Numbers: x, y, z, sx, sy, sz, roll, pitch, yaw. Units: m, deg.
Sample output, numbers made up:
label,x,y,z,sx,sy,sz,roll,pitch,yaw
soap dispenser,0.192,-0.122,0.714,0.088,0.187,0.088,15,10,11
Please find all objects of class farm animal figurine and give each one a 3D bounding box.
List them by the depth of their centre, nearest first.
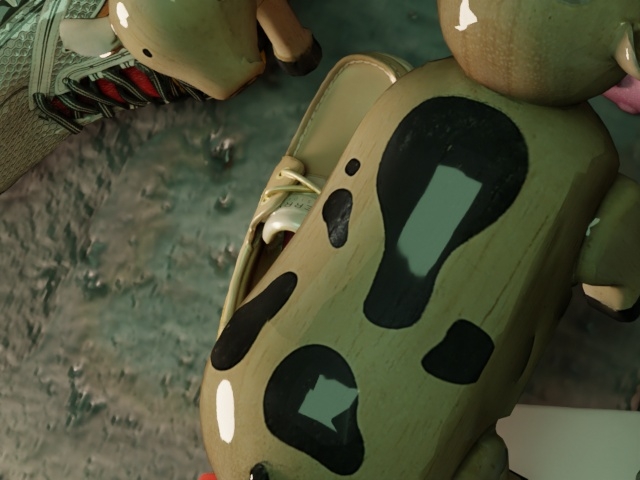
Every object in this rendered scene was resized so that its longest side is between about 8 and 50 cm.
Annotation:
label,x,y,z,sx,sy,sz,roll,pitch,yaw
farm animal figurine,0.037,-0.042,0.556,0.330,0.172,0.326,10,78,22

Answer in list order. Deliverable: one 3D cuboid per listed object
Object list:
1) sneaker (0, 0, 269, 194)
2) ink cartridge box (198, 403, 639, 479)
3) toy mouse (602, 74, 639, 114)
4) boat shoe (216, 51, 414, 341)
label,x,y,z,sx,sy,sz,roll,pitch,yaw
sneaker,-0.078,-0.091,0.740,0.225,0.088,0.092,-41,71,10
ink cartridge box,0.040,0.193,0.582,0.261,0.066,0.296,1,52,16
toy mouse,0.125,-0.103,0.696,0.143,0.031,0.161,-19,75,17
boat shoe,0.000,0.000,0.710,0.063,0.059,0.170,14,86,22
